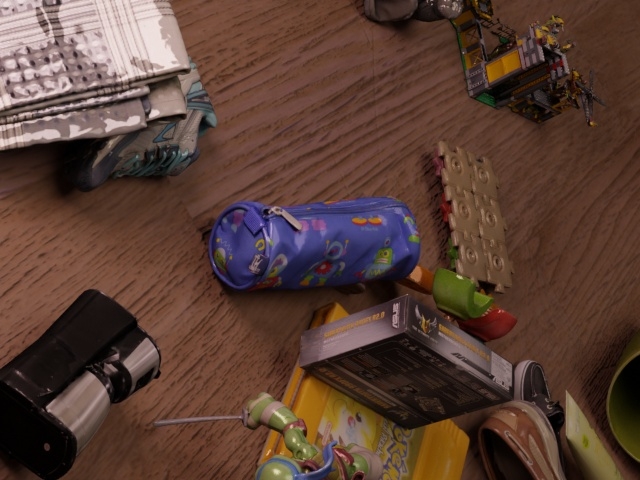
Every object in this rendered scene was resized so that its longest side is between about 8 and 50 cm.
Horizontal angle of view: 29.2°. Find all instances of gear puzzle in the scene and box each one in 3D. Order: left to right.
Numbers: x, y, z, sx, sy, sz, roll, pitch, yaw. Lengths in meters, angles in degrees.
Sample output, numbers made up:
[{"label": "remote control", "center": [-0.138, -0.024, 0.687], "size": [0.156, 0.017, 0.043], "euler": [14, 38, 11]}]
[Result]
[{"label": "gear puzzle", "center": [0.257, 0.008, 2.066], "size": [0.175, 0.044, 0.339], "euler": [13, 64, -48]}]

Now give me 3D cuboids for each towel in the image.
[{"label": "towel", "center": [-0.324, -0.258, 1.391], "size": [0.312, 0.056, 0.324], "euler": [-13, 81, -21]}]

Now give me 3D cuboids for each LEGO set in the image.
[{"label": "LEGO set", "center": [0.411, -0.365, 2.321], "size": [0.331, 0.192, 0.255], "euler": [25, 53, -40]}]

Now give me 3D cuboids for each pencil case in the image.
[{"label": "pencil case", "center": [0.000, 0.000, 1.649], "size": [0.306, 0.133, 0.119], "euler": [-3, 51, -40]}]

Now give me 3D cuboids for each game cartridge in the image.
[{"label": "game cartridge", "center": [0.073, 0.287, 1.683], "size": [0.323, 0.052, 0.285], "euler": [45, 42, -23]}]

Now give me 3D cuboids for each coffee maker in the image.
[{"label": "coffee maker", "center": [-0.277, 0.132, 1.296], "size": [0.171, 0.120, 0.178], "euler": [55, 38, -12]}]

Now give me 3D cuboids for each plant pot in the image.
[{"label": "plant pot", "center": [0.672, 0.243, 2.273], "size": [0.275, 0.275, 0.293], "euler": [57, 23, -11]}]

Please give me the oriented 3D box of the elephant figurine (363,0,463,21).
[{"label": "elephant figurine", "center": [0.124, -0.457, 2.079], "size": [0.239, 0.186, 0.169], "euler": [6, 27, -21]}]

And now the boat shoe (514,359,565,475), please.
[{"label": "boat shoe", "center": [0.363, 0.295, 2.000], "size": [0.080, 0.076, 0.228], "euler": [34, 48, -35]}]

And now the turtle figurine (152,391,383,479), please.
[{"label": "turtle figurine", "center": [-0.054, 0.291, 1.443], "size": [0.266, 0.274, 0.198], "euler": [30, 32, -56]}]

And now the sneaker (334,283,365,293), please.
[{"label": "sneaker", "center": [0.022, 0.029, 1.770], "size": [0.118, 0.042, 0.067], "euler": [32, 52, -33]}]

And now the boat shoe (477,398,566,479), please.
[{"label": "boat shoe", "center": [0.324, 0.408, 1.871], "size": [0.116, 0.123, 0.324], "euler": [-14, 75, -45]}]

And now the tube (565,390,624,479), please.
[{"label": "tube", "center": [0.448, 0.357, 2.031], "size": [0.062, 0.070, 0.240], "euler": [-40, 124, -9]}]

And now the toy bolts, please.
[{"label": "toy bolts", "center": [0.165, 0.139, 1.827], "size": [0.228, 0.218, 0.158], "euler": [35, 79, -50]}]

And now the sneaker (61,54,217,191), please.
[{"label": "sneaker", "center": [-0.207, -0.127, 1.533], "size": [0.122, 0.110, 0.283], "euler": [56, 38, -17]}]

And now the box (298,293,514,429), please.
[{"label": "box", "center": [0.115, 0.165, 1.613], "size": [0.231, 0.183, 0.056], "euler": [33, 49, -35]}]
